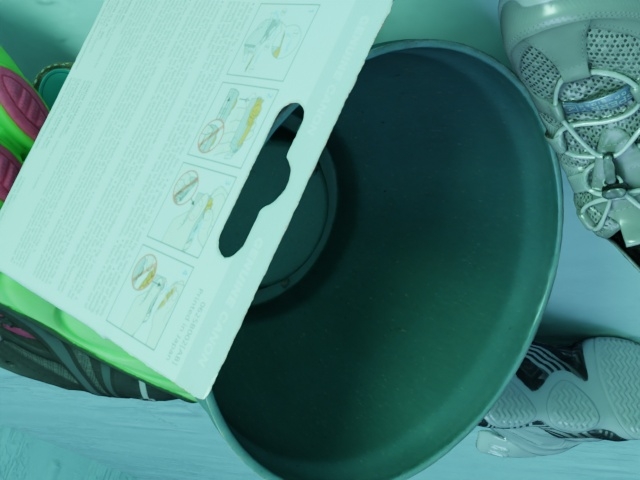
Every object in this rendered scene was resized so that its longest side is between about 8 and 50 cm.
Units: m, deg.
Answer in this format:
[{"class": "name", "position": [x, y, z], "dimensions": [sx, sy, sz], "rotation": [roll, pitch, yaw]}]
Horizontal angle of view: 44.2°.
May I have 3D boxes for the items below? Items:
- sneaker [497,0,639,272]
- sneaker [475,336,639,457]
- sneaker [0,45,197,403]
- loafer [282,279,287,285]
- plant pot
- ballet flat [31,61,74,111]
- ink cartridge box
[{"class": "sneaker", "position": [0.200, -0.056, 0.488], "dimensions": [0.105, 0.115, 0.281], "rotation": [-11, 145, 40]}, {"class": "sneaker", "position": [0.195, 0.171, 0.905], "dimensions": [0.366, 0.137, 0.210], "rotation": [14, 153, -15]}, {"class": "sneaker", "position": [-0.251, 0.004, 0.589], "dimensions": [0.202, 0.185, 0.483], "rotation": [-19, 133, 26]}, {"class": "loafer", "position": [-0.046, 0.044, 0.825], "dimensions": [0.269, 0.101, 0.092], "rotation": [1, 145, 23]}, {"class": "plant pot", "position": [0.000, 0.000, 0.560], "dimensions": [0.293, 0.293, 0.196], "rotation": [37, 173, -39]}, {"class": "ballet flat", "position": [-0.134, -0.092, 0.656], "dimensions": [0.206, 0.073, 0.067], "rotation": [25, 179, -16]}, {"class": "ink cartridge box", "position": [-0.073, -0.038, 0.409], "dimensions": [0.232, 0.189, 0.066], "rotation": [20, 173, 40]}]
